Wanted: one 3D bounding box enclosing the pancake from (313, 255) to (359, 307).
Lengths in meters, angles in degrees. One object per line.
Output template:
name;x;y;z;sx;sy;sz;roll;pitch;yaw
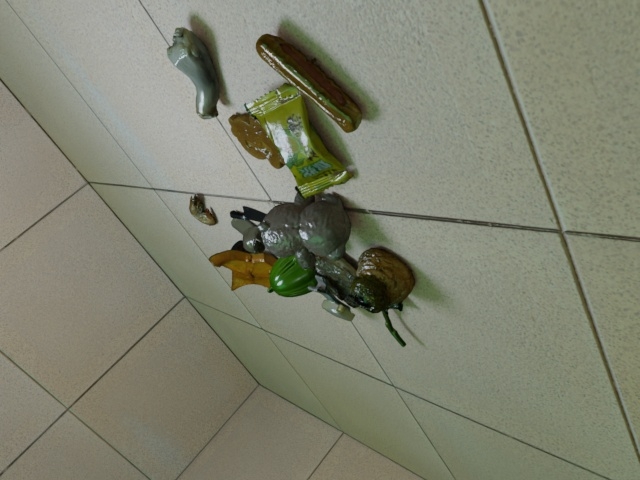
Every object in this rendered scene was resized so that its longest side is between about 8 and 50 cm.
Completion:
pancake;0.061;0.125;1.859;0.282;0.049;0.282;35;159;16

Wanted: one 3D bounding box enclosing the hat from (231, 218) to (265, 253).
hat;-0.285;-0.012;2.125;0.175;0.085;0.147;30;153;26

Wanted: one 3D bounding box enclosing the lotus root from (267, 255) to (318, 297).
lotus root;-0.115;0.134;1.956;0.186;0.186;0.186;34;154;19

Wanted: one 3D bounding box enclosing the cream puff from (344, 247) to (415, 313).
cream puff;0.153;0.132;1.588;0.183;0.169;0.183;34;155;18

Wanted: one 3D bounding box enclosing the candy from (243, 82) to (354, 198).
candy;-0.056;-0.241;1.397;0.187;0.081;0.297;-14;123;41

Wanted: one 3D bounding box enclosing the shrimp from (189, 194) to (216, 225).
shrimp;-0.491;-0.118;2.307;0.133;0.053;0.236;41;159;10

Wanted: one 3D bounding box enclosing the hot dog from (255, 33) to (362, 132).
hot dog;-0.022;-0.344;1.213;0.286;0.061;0.088;44;159;-4

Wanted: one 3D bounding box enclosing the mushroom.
mushroom;-0.325;-0.439;1.486;0.099;0.096;0.278;31;157;28

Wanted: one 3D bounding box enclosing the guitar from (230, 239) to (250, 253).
guitar;-0.284;0.106;2.347;0.038;0.084;0.271;22;155;46

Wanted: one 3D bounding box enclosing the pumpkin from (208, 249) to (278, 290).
pumpkin;-0.277;0.123;2.228;0.259;0.095;0.290;1;149;9

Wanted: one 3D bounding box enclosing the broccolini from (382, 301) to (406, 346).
broccolini;0.241;0.243;1.765;0.123;0.062;0.271;34;153;57

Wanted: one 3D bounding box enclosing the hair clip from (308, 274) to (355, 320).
hair clip;0.050;0.211;1.899;0.218;0.071;0.159;46;165;-33

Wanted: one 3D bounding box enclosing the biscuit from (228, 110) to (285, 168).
biscuit;-0.160;-0.283;1.557;0.249;0.035;0.184;19;146;43

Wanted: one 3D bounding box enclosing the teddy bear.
teddy bear;-0.039;-0.036;1.588;0.267;0.235;0.151;-6;178;21

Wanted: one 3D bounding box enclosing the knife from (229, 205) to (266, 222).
knife;-0.258;-0.096;2.027;0.230;0.028;0.060;12;125;46
